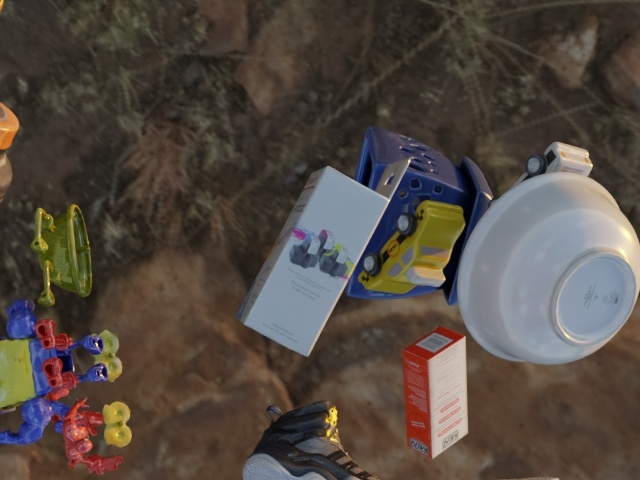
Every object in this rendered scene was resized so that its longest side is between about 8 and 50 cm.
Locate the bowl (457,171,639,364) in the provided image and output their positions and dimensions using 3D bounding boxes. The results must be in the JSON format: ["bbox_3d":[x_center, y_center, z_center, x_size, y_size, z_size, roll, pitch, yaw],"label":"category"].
[{"bbox_3d":[0.353,0.062,1.818,0.298,0.134,0.298,-9,113,-22],"label":"bowl"}]

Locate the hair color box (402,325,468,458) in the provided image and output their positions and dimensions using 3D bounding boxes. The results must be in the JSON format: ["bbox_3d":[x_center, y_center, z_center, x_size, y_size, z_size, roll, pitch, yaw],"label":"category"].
[{"bbox_3d":[0.137,0.181,1.518,0.072,0.043,0.141,-27,124,-38],"label":"hair color box"}]

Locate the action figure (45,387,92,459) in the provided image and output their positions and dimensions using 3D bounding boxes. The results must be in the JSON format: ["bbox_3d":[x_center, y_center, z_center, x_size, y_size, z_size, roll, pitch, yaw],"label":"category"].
[{"bbox_3d":[-0.202,0.150,1.037,0.030,0.115,0.038,-8,103,-16],"label":"action figure"}]

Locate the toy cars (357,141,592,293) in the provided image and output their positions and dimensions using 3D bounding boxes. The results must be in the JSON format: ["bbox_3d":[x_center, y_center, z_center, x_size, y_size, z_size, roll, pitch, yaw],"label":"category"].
[{"bbox_3d":[0.241,-0.012,1.924,0.393,0.087,0.176,-25,146,0],"label":"toy cars"}]

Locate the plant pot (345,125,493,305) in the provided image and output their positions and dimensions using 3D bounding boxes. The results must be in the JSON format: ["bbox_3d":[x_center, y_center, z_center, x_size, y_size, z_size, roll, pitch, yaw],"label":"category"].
[{"bbox_3d":[0.159,-0.035,2.103,0.212,0.236,0.236,11,109,-4],"label":"plant pot"}]

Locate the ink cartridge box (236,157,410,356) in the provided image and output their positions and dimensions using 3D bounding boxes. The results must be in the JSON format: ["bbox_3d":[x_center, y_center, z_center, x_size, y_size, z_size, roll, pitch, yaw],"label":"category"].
[{"bbox_3d":[0.000,0.000,1.061,0.061,0.104,0.181,29,86,-7],"label":"ink cartridge box"}]

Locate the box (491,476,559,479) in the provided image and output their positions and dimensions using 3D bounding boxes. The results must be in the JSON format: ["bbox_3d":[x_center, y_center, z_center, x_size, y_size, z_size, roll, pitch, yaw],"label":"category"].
[{"bbox_3d":[0.115,0.278,0.900,0.114,0.103,0.203,-4,80,-30],"label":"box"}]

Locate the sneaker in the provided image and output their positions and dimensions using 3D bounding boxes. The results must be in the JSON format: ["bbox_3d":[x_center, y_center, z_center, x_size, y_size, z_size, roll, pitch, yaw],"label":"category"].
[{"bbox_3d":[0.030,0.321,1.848,0.268,0.153,0.101,19,139,-5],"label":"sneaker"}]

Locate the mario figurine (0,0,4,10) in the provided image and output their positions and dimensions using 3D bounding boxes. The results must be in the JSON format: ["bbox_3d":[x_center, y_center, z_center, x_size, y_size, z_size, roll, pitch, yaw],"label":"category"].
[{"bbox_3d":[-0.481,-0.214,1.484,0.170,0.320,0.198,-2,72,-30],"label":"mario figurine"}]

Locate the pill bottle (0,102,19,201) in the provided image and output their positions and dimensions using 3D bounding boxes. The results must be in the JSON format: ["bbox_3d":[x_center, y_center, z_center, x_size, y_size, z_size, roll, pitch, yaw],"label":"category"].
[{"bbox_3d":[-0.417,-0.045,1.370,0.130,0.130,0.246,23,110,-30],"label":"pill bottle"}]

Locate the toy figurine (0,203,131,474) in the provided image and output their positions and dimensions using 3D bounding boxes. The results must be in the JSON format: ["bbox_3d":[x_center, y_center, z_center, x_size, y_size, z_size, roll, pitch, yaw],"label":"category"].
[{"bbox_3d":[-0.407,0.145,1.700,0.217,0.191,0.363,-11,86,15],"label":"toy figurine"}]
